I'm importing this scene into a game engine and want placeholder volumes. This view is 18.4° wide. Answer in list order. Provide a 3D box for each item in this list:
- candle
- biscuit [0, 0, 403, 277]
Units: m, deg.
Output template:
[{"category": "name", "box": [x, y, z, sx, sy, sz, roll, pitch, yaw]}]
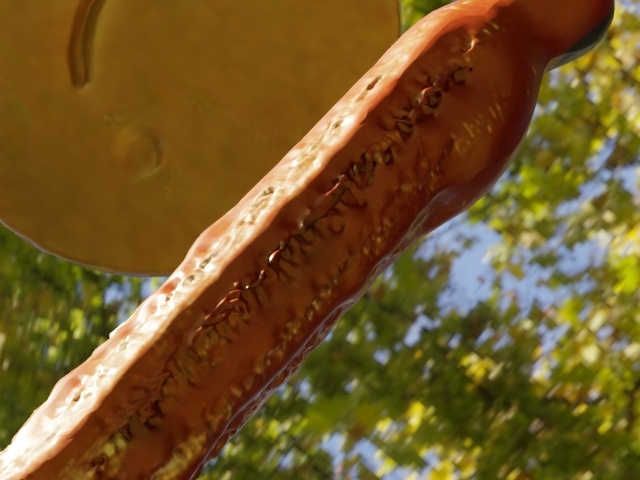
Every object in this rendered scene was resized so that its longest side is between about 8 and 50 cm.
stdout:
[{"category": "candle", "box": [0.000, 0.000, 0.561, 0.051, 0.048, 0.329, 18, -130, 34]}, {"category": "biscuit", "box": [-0.133, -0.123, 0.852, 0.355, 0.052, 0.275, 33, -93, 3]}]
